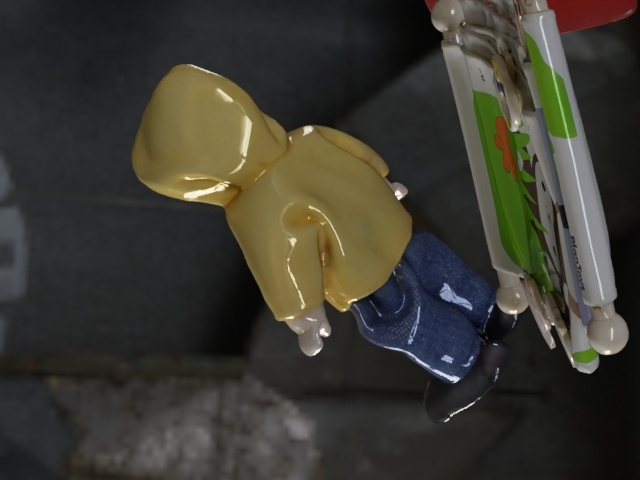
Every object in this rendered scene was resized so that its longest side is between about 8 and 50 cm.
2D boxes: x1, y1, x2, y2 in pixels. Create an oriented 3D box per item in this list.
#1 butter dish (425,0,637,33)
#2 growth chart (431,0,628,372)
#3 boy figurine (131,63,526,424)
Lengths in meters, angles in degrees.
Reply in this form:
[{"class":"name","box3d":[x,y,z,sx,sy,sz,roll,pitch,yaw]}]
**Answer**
[{"class":"butter dish","box3d":[0.129,-0.200,1.487,0.160,0.160,0.118,68,-25,18]},{"class":"growth chart","box3d":[0.084,-0.027,0.806,0.237,0.021,0.172,-140,-145,-84]},{"class":"boy figurine","box3d":[0.000,0.000,1.280,0.092,0.285,0.177,-43,-163,40]}]
